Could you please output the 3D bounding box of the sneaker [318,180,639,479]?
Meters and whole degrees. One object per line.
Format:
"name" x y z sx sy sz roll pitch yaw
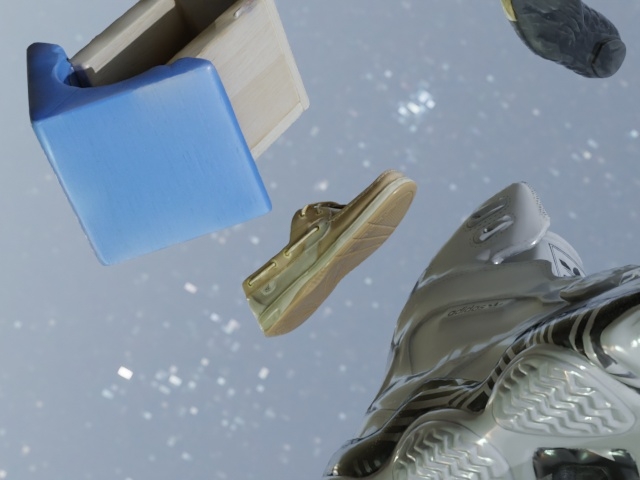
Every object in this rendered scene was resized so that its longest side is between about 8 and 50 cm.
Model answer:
"sneaker" 0.140 0.046 0.753 0.366 0.137 0.210 -35 -158 42

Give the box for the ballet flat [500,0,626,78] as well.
"ballet flat" 0.169 -0.158 1.113 0.049 0.173 0.057 33 -85 35

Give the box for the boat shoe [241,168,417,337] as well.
"boat shoe" 0.000 0.000 1.146 0.170 0.063 0.059 -46 -110 21

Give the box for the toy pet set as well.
"toy pet set" -0.057 -0.059 0.355 0.122 0.114 0.065 11 -135 39
